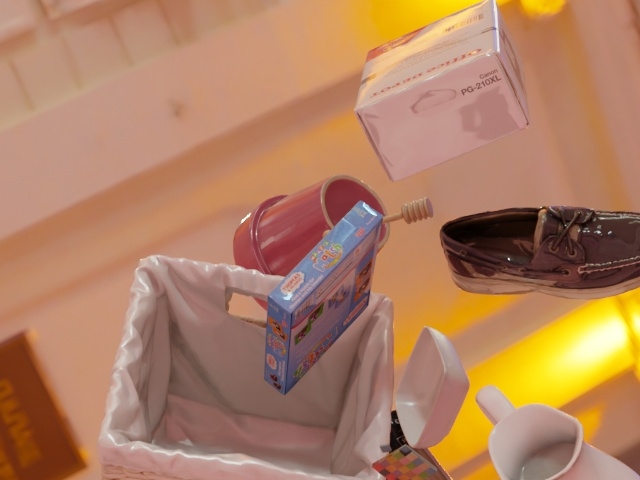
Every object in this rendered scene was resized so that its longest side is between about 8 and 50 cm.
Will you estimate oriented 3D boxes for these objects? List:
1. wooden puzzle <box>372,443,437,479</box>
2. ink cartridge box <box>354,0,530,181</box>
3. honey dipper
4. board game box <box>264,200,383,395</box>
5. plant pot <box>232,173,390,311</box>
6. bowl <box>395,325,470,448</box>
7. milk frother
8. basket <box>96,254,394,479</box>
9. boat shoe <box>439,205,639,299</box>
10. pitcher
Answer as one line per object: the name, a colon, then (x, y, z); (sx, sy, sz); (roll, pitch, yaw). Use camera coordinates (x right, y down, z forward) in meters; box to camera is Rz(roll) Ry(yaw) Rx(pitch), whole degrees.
wooden puzzle: (0.089, 0.240, 1.736); (0.083, 0.049, 0.006); (39, 35, -25)
ink cartridge box: (0.141, -0.175, 1.882); (0.100, 0.172, 0.237); (63, 14, -18)
honey dipper: (0.077, -0.026, 2.281); (0.030, 0.161, 0.030); (-15, 90, -71)
board game box: (0.001, 0.068, 1.860); (0.039, 0.160, 0.211); (36, -26, 17)
plant pot: (0.000, 0.000, 2.434); (0.180, 0.201, 0.201); (-39, -103, 42)
bowl: (0.157, 0.205, 2.260); (0.142, 0.053, 0.142); (-111, -142, -60)
milk frother: (0.097, 0.340, 2.334); (0.135, 0.129, 0.143); (53, -29, 23)
basket: (-0.094, 0.233, 1.996); (0.331, 0.328, 0.266); (-83, -176, -47)
boat shoe: (0.272, 0.005, 1.926); (0.285, 0.103, 0.092); (-3, -34, 30)
pitcher: (0.224, 0.229, 1.501); (0.207, 0.125, 0.178); (53, 0, -31)
